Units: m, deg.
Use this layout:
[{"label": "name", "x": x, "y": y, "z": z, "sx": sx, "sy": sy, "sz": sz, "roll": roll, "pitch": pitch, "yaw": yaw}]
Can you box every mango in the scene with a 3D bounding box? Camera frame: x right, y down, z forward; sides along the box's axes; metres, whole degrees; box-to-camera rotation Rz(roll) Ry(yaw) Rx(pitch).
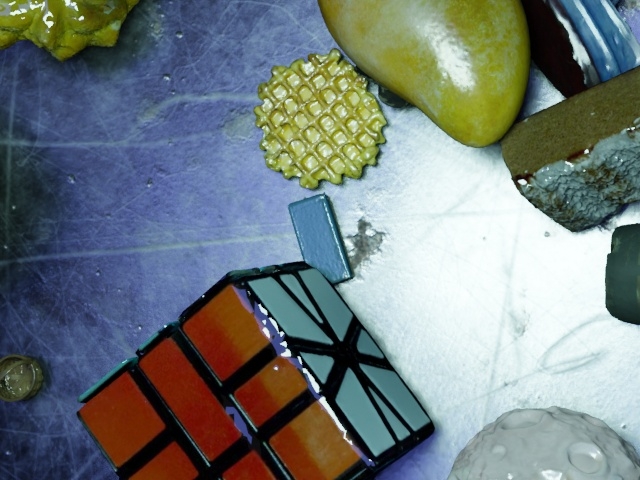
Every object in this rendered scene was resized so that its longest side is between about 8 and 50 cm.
[{"label": "mango", "x": 0.127, "y": -0.276, "z": 1.760, "sx": 0.221, "sy": 0.199, "sz": 0.384, "roll": -18, "pitch": 60, "yaw": -15}]

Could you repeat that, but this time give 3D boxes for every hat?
[{"label": "hat", "x": 0.100, "y": -0.202, "z": 1.854, "sx": 0.121, "sy": 0.121, "sz": 0.050, "roll": 21, "pitch": 127, "yaw": 14}]

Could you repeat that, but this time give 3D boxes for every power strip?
[{"label": "power strip", "x": 0.000, "y": 0.000, "z": 1.880, "sx": 0.056, "sy": 0.032, "sz": 0.123, "roll": -19, "pitch": 82, "yaw": 12}]

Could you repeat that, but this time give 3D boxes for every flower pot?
[{"label": "flower pot", "x": 0.405, "y": 0.041, "z": 1.728, "sx": 0.106, "sy": 0.157, "sz": 0.158, "roll": 3, "pitch": 87, "yaw": 24}]

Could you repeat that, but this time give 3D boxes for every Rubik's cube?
[{"label": "Rubik's cube", "x": -0.071, "y": 0.215, "z": 1.739, "sx": 0.283, "sy": 0.288, "sz": 0.294, "roll": -38, "pitch": 82, "yaw": 17}]

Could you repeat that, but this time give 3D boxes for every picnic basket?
[{"label": "picnic basket", "x": -0.419, "y": 0.186, "z": 1.939, "sx": 0.072, "sy": 0.083, "sz": 0.072, "roll": -1, "pitch": 87, "yaw": 13}]

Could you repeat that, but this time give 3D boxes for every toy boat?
[{"label": "toy boat", "x": 0.331, "y": -0.278, "z": 1.784, "sx": 0.142, "sy": 0.129, "sz": 0.309, "roll": -27, "pitch": 79, "yaw": -19}]

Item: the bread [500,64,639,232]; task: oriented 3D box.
[{"label": "bread", "x": 0.421, "y": -0.140, "z": 1.654, "sx": 0.416, "sy": 0.165, "sz": 0.113, "roll": -25, "pitch": 56, "yaw": 32}]

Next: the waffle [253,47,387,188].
[{"label": "waffle", "x": -0.003, "y": -0.157, "z": 1.889, "sx": 0.191, "sy": 0.038, "sz": 0.191, "roll": -1, "pitch": 85, "yaw": 13}]

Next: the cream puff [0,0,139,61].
[{"label": "cream puff", "x": -0.367, "y": -0.351, "z": 1.907, "sx": 0.196, "sy": 0.244, "sz": 0.244, "roll": -14, "pitch": 82, "yaw": 43}]

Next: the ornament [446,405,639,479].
[{"label": "ornament", "x": 0.270, "y": 0.319, "z": 1.690, "sx": 0.259, "sy": 0.225, "sz": 0.260, "roll": 7, "pitch": 111, "yaw": 18}]
